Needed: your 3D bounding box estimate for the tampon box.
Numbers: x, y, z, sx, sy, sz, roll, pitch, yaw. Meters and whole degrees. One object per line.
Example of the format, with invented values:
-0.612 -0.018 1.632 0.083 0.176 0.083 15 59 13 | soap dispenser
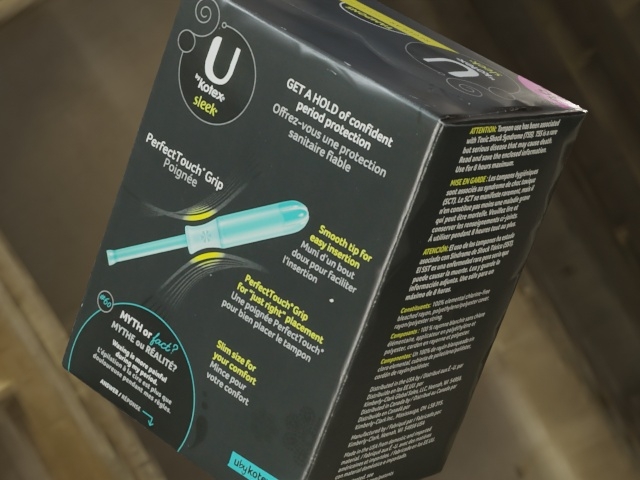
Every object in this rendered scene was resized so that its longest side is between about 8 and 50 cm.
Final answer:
0.000 0.000 0.664 0.120 0.161 0.101 33 -157 29 | tampon box
